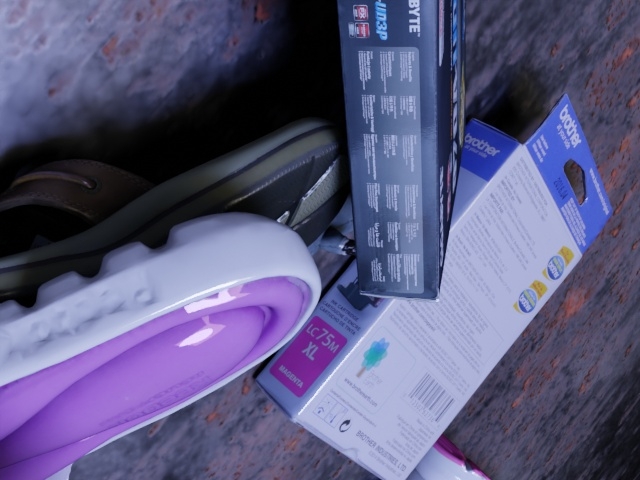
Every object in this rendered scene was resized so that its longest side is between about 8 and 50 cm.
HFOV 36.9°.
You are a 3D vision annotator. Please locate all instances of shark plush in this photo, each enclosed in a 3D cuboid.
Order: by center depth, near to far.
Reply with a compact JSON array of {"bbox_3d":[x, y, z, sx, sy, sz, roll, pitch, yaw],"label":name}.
[{"bbox_3d":[0.000,0.000,0.634,0.161,0.067,0.073,-7,121,-41],"label":"shark plush"}]

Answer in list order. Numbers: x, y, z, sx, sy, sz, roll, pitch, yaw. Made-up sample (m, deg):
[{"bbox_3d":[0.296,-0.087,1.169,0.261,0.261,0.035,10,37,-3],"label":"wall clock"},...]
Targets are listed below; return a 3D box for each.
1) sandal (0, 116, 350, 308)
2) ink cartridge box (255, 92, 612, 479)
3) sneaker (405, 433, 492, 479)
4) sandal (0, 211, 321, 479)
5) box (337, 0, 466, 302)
[{"bbox_3d":[-0.118,0.003,0.509,0.302,0.086,0.120,-26,155,-29],"label":"sandal"},{"bbox_3d":[0.105,0.040,0.769,0.311,0.065,0.186,-48,139,-4],"label":"ink cartridge box"},{"bbox_3d":[0.131,0.275,0.935,0.111,0.103,0.252,-47,133,-3],"label":"sneaker"},{"bbox_3d":[-0.174,0.129,0.439,0.416,0.102,0.169,-34,154,3],"label":"sandal"},{"bbox_3d":[0.053,-0.103,0.556,0.175,0.051,0.220,-72,161,-49],"label":"box"}]
